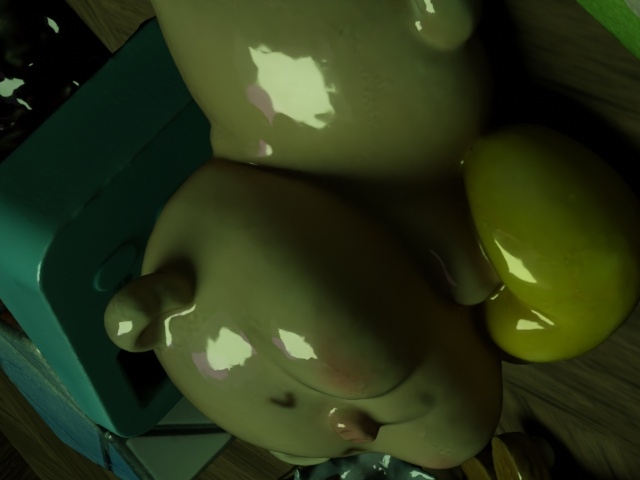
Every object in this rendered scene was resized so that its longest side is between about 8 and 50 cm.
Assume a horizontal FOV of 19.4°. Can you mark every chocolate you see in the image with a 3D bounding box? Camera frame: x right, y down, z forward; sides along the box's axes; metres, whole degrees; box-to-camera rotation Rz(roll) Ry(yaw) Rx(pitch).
[{"bbox_3d":[-0.298,-0.127,1.537,0.224,0.177,0.206,50,162,-10],"label":"chocolate"}]

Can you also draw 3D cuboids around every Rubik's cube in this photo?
[{"bbox_3d":[-0.161,0.069,1.613,0.205,0.207,0.205,18,147,53],"label":"Rubik's cube"}]

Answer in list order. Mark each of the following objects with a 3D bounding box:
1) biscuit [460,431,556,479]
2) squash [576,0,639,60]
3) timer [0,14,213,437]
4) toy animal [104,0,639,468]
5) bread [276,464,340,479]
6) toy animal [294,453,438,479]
[{"bbox_3d":[0.184,0.241,1.389,0.339,0.047,0.216,-148,40,-73],"label":"biscuit"},{"bbox_3d":[0.087,-0.167,0.677,0.370,0.118,0.118,42,162,12],"label":"squash"},{"bbox_3d":[-0.098,0.000,1.282,0.091,0.232,0.250,27,156,39],"label":"timer"},{"bbox_3d":[0.014,0.006,1.009,0.277,0.247,0.345,29,156,38],"label":"toy animal"},{"bbox_3d":[-0.022,0.282,1.761,0.142,0.224,0.212,53,149,-1],"label":"bread"},{"bbox_3d":[0.058,0.192,1.568,0.239,0.176,0.255,51,148,34],"label":"toy animal"}]
